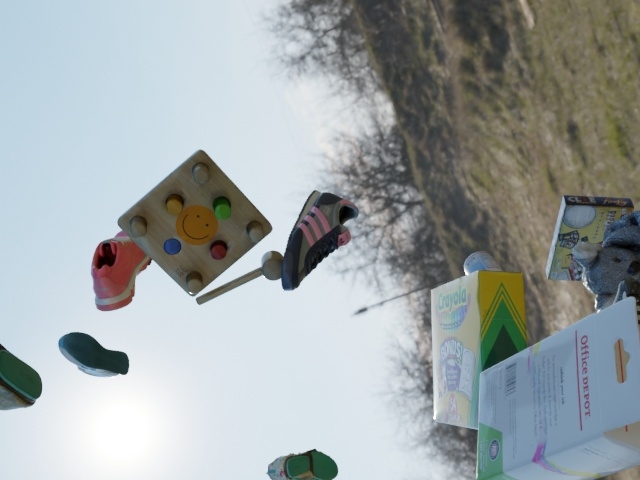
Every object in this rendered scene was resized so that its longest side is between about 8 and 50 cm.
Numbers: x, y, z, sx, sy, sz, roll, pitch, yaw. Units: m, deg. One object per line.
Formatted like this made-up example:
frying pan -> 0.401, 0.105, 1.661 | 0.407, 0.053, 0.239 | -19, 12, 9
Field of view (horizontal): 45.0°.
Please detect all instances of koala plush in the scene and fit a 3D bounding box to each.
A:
koala plush -> 0.665, 0.053, 1.711 | 0.196, 0.221, 0.203 | 64, 158, -11

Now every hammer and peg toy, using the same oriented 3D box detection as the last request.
hammer and peg toy -> -0.249, 0.007, 1.752 | 0.361, 0.266, 0.127 | 49, -176, -23

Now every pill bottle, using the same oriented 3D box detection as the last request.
pill bottle -> 0.451, 0.100, 2.083 | 0.160, 0.087, 0.087 | -108, -7, -64

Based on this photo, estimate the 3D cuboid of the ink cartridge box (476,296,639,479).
ink cartridge box -> 0.399, 0.253, 1.198 | 0.119, 0.353, 0.207 | 24, -128, -18

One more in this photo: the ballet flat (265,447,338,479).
ballet flat -> -0.049, 0.566, 1.928 | 0.241, 0.077, 0.091 | 26, -127, -51

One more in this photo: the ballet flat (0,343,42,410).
ballet flat -> -0.655, 0.223, 1.456 | 0.348, 0.123, 0.123 | 71, -174, -50

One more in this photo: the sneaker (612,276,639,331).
sneaker -> 0.551, 0.184, 1.460 | 0.078, 0.106, 0.234 | 5, -90, -40

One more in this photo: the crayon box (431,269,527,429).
crayon box -> 0.335, 0.243, 1.682 | 0.363, 0.106, 0.313 | 127, 143, -77

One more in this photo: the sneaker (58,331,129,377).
sneaker -> -0.596, 0.303, 1.983 | 0.228, 0.092, 0.087 | 45, -142, -50

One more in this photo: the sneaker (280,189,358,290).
sneaker -> 0.000, 0.000, 1.847 | 0.112, 0.131, 0.319 | 90, -163, -48

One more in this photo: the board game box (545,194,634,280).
board game box -> 0.672, -0.001, 1.943 | 0.042, 0.165, 0.243 | -83, -5, -51

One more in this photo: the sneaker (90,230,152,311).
sneaker -> -0.504, 0.037, 1.946 | 0.314, 0.116, 0.136 | -93, -5, -57
